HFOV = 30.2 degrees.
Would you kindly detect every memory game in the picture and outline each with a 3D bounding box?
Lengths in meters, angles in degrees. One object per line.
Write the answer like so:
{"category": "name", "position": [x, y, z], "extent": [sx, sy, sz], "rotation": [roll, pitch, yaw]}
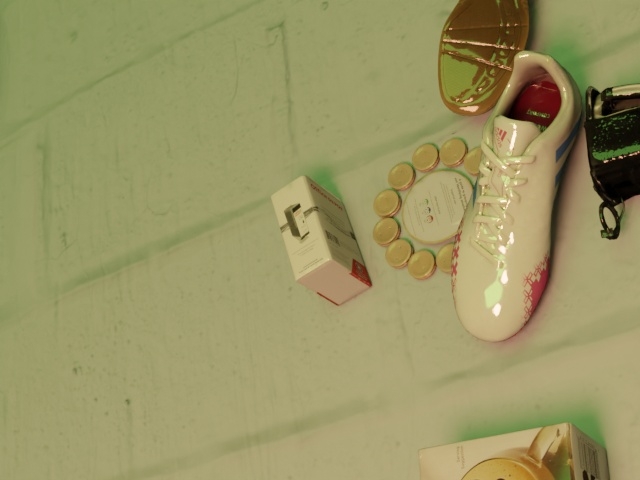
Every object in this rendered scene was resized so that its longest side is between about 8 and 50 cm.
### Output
{"category": "memory game", "position": [0.144, -0.041, 1.453], "extent": [0.186, 0.012, 0.186], "rotation": [-15, 60, 28]}

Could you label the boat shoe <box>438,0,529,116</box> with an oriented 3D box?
{"category": "boat shoe", "position": [0.215, -0.281, 1.482], "extent": [0.104, 0.089, 0.285], "rotation": [14, 78, 11]}

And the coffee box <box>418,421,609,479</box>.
{"category": "coffee box", "position": [0.201, 0.347, 1.161], "extent": [0.168, 0.119, 0.297], "rotation": [-15, 61, 27]}

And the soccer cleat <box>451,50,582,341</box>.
{"category": "soccer cleat", "position": [0.207, -0.056, 1.323], "extent": [0.116, 0.143, 0.331], "rotation": [9, 74, 25]}

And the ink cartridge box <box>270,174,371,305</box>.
{"category": "ink cartridge box", "position": [0.000, 0.000, 1.476], "extent": [0.056, 0.099, 0.135], "rotation": [-32, 53, 20]}

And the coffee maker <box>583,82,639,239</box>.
{"category": "coffee maker", "position": [0.386, -0.100, 1.264], "extent": [0.178, 0.120, 0.171], "rotation": [-11, 86, 31]}
